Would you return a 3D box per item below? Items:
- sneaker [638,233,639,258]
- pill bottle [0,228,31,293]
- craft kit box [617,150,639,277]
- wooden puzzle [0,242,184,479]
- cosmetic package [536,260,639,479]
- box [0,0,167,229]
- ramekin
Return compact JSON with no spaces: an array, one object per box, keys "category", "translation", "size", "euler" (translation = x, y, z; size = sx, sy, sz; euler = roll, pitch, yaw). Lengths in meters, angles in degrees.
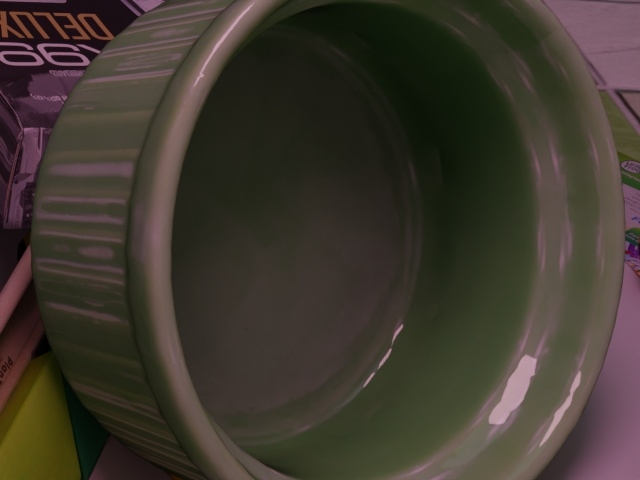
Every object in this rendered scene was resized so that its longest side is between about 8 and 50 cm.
[{"category":"sneaker","translation":[0.310,0.019,1.331],"size":[0.321,0.124,0.180],"euler":[11,2,-33]},{"category":"pill bottle","translation":[-0.246,-0.041,1.329],"size":[0.188,0.188,0.334],"euler":[14,29,7]},{"category":"craft kit box","translation":[0.264,0.028,1.504],"size":[0.250,0.061,0.247],"euler":[30,37,31]},{"category":"wooden puzzle","translation":[-0.108,0.133,1.006],"size":[0.044,0.238,0.221],"euler":[-19,29,29]},{"category":"cosmetic package","translation":[0.114,0.104,1.220],"size":[0.217,0.156,0.385],"euler":[-1,32,-19]},{"category":"box","translation":[-0.108,-0.107,1.247],"size":[0.307,0.076,0.242],"euler":[-3,35,-33]},{"category":"ramekin","translation":[0.000,0.000,0.982],"size":[0.303,0.303,0.148],"euler":[-14,12,-37]}]
